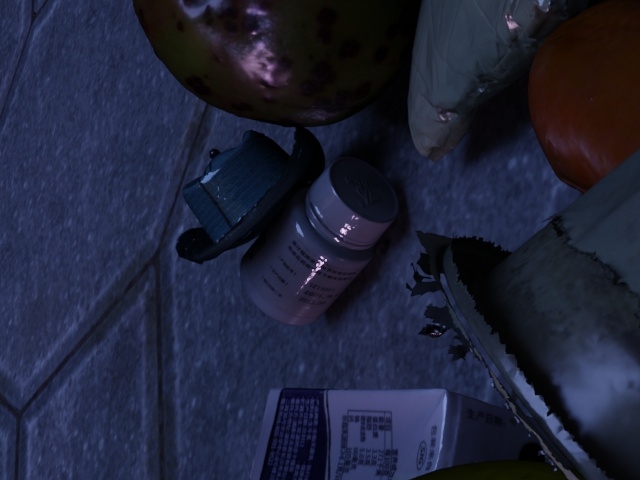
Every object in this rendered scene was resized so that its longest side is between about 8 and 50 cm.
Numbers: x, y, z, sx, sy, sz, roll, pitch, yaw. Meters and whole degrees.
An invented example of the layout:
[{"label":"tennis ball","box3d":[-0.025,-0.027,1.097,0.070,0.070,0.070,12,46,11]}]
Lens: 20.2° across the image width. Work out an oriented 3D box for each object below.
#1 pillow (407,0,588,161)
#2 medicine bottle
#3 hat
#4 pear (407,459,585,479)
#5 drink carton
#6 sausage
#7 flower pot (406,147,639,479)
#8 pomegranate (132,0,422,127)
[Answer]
[{"label":"pillow","box3d":[0.140,-0.222,1.240,0.274,0.076,0.280,131,152,-66]},{"label":"medicine bottle","box3d":[0.000,0.000,1.402,0.130,0.080,0.080,-50,34,36]},{"label":"hat","box3d":[-0.064,-0.045,1.446,0.138,0.078,0.191,-44,-4,11]},{"label":"pear","box3d":[0.084,0.249,0.877,0.294,0.294,0.294,-39,42,47]},{"label":"drink carton","box3d":[0.064,0.153,1.134,0.222,0.134,0.101,-10,63,59]},{"label":"sausage","box3d":[0.203,-0.068,1.008,0.258,0.133,0.133,33,103,61]},{"label":"flower pot","box3d":[0.223,0.021,0.776,0.259,0.290,0.290,-46,34,15]},{"label":"pomegranate","box3d":[-0.018,-0.196,1.423,0.242,0.306,0.242,-5,76,19]}]
